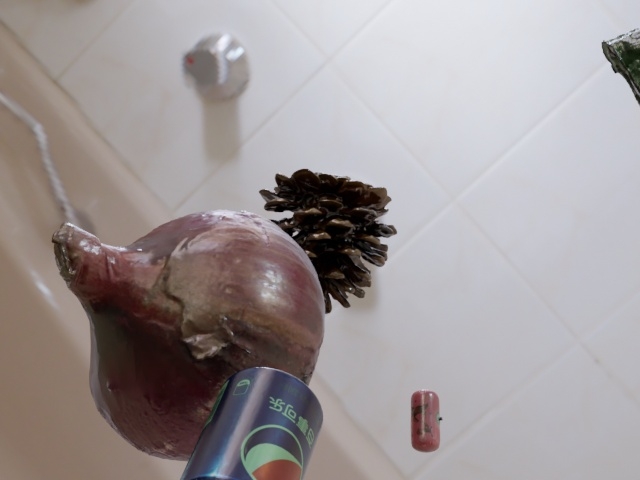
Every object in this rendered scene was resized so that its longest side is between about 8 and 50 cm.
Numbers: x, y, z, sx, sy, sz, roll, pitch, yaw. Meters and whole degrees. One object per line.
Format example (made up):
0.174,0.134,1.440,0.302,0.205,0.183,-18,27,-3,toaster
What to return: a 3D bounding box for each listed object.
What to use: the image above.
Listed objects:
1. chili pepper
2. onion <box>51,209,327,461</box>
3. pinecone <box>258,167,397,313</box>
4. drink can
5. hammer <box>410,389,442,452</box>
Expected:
0.582,-0.311,1.897,0.136,0.270,0.099,65,3,40,chili pepper
-0.192,0.094,1.600,0.385,0.348,0.348,34,19,-28,onion
0.005,-0.001,2.170,0.264,0.264,0.264,43,15,-15,pinecone
-0.073,0.228,1.252,0.118,0.118,0.205,43,37,-16,drink can
0.139,0.237,1.634,0.043,0.043,0.083,32,49,-44,hammer
